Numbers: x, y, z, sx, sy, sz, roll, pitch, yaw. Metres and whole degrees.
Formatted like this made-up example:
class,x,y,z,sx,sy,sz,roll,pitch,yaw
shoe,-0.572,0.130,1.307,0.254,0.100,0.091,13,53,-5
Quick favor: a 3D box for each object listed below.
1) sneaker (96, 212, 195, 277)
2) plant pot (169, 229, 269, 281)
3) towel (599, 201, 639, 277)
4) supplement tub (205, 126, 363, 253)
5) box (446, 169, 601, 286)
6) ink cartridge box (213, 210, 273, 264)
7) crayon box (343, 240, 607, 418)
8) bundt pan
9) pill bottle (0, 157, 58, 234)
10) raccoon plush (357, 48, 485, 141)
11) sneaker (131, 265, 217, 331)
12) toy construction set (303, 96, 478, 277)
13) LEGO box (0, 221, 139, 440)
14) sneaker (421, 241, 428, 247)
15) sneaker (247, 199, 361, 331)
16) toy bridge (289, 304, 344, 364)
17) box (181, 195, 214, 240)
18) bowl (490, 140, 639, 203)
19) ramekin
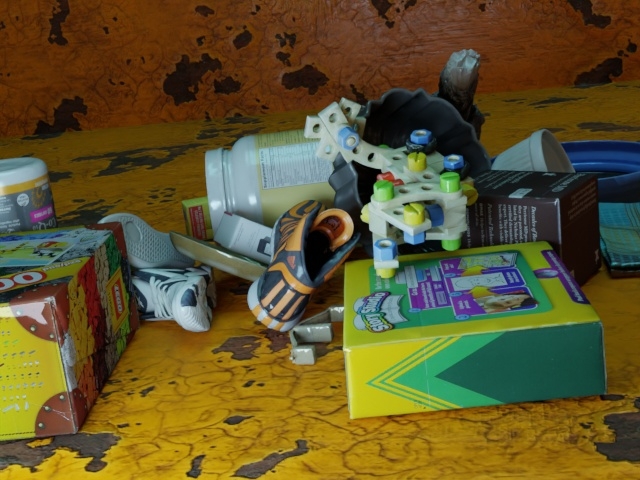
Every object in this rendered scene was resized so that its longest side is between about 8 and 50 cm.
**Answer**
class,x,y,z,sx,sy,sz,roll,pitch,yaw
sneaker,-0.342,0.032,1.756,0.151,0.094,0.256,-22,-19,19
plant pot,-0.154,0.037,1.756,0.236,0.032,0.236,21,-1,1
towel,0.614,-0.016,1.778,0.271,0.040,0.370,-5,16,10
supplement tub,-0.043,-0.092,1.953,0.331,0.241,0.241,-7,16,-1
box,0.328,-0.015,1.654,0.203,0.167,0.168,4,19,35
ink cartridge box,-0.099,0.007,1.791,0.150,0.063,0.109,21,-1,-22
crayon box,0.189,0.110,1.387,0.313,0.106,0.363,-7,15,4
bundt pan,0.151,-0.093,1.783,0.330,0.331,0.124,-19,-3,-37
pill bottle,-0.522,0.009,1.727,0.162,0.279,0.162,-7,16,2
raccoon plush,0.199,-0.297,2.253,0.299,0.447,0.216,24,46,18
sneaker,-0.255,0.097,1.645,0.153,0.094,0.235,-8,15,2
toy construction set,0.111,-0.088,1.549,0.215,0.151,0.328,-18,48,-17
LEGO box,-0.552,0.132,1.458,0.499,0.193,0.372,-6,16,4
sneaker,0.223,-0.035,1.967,0.281,0.105,0.115,-27,-7,-44
sneaker,0.000,0.000,1.633,0.124,0.180,0.321,34,33,-12
toy bridge,-0.012,0.139,1.515,0.063,0.026,0.188,-4,16,21
box,-0.177,-0.062,2.194,0.232,0.087,0.058,-10,16,-16
bowl,0.543,-0.137,2.169,0.391,0.077,0.391,-7,16,2
ramekin,0.390,-0.084,1.819,0.109,0.207,0.207,-23,7,27
